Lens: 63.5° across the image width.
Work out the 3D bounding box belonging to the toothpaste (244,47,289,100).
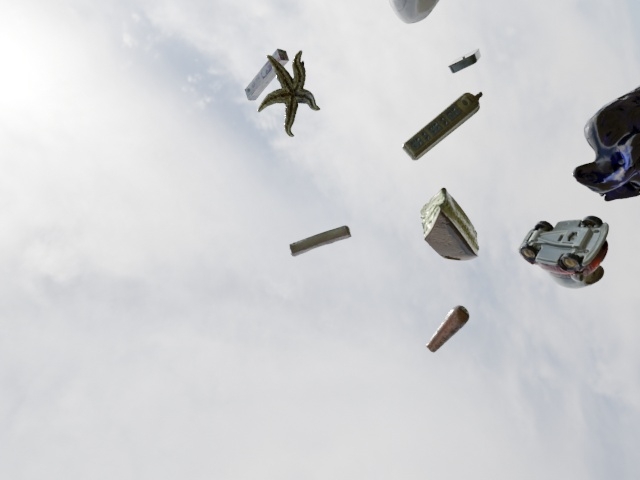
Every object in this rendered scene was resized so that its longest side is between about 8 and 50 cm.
[{"bbox_3d":[-0.167,-0.505,1.590,0.040,0.196,0.047,-1,-115,-42],"label":"toothpaste"}]

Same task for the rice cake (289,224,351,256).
[{"bbox_3d":[0.000,0.000,1.626,0.206,0.036,0.047,-20,-107,-7],"label":"rice cake"}]

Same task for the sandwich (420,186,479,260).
[{"bbox_3d":[0.298,-0.027,1.215,0.258,0.096,0.094,39,-139,-45],"label":"sandwich"}]

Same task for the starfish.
[{"bbox_3d":[-0.089,-0.363,1.291,0.053,0.175,0.208,-5,-100,-67],"label":"starfish"}]

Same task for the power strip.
[{"bbox_3d":[0.508,-0.479,2.120,0.092,0.387,0.066,54,-173,26],"label":"power strip"}]

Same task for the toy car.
[{"bbox_3d":[0.420,0.030,0.880,0.112,0.139,0.112,-48,-60,-25],"label":"toy car"}]

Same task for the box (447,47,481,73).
[{"bbox_3d":[0.456,-0.565,1.628,0.031,0.091,0.126,62,-147,-15],"label":"box"}]

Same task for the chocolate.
[{"bbox_3d":[0.446,-0.182,0.640,0.343,0.126,0.148,-37,-80,2],"label":"chocolate"}]

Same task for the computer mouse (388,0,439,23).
[{"bbox_3d":[0.250,-0.674,1.240,0.121,0.297,0.184,6,-121,-26],"label":"computer mouse"}]

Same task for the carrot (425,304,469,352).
[{"bbox_3d":[0.348,0.244,1.417,0.055,0.162,0.055,23,-152,-13],"label":"carrot"}]
